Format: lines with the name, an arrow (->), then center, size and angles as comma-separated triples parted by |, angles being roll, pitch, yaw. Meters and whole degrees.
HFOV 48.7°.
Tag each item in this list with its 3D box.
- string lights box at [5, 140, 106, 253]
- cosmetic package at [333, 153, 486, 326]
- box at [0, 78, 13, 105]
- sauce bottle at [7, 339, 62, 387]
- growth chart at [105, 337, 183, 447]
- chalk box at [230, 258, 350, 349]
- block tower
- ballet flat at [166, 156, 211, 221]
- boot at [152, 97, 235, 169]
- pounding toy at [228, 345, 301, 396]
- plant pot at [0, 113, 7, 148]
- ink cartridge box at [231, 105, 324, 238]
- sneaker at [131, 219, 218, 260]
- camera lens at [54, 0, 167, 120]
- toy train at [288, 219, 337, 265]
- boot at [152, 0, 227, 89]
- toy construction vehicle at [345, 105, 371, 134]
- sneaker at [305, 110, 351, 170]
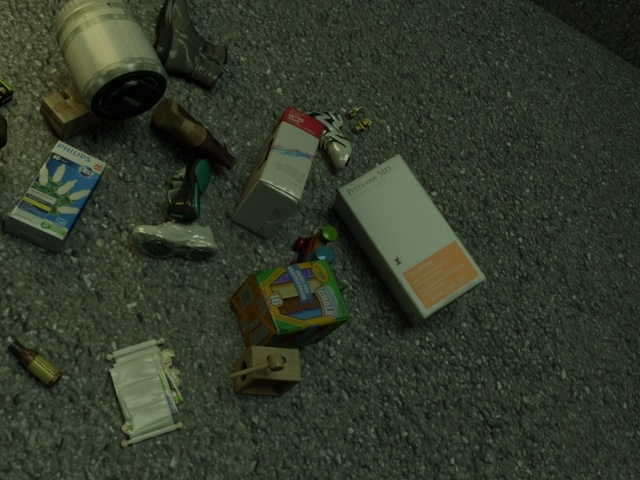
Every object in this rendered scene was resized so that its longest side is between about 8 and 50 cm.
string lights box -> -0.646, -0.109, 1.741 | 0.133, 0.077, 0.259 | 26, 51, -13
cosmetic package -> 0.257, 0.000, 2.107 | 0.230, 0.161, 0.453 | -32, 79, -11
box -> -0.913, -0.391, 1.780 | 0.191, 0.045, 0.184 | 42, 47, -1
sauce bottle -> -0.624, 0.266, 1.544 | 0.128, 0.042, 0.042 | 42, 49, -1
growth chart -> -0.401, 0.345, 1.642 | 0.172, 0.021, 0.237 | -5, 64, -34
chalk box -> -0.054, 0.172, 1.854 | 0.289, 0.180, 0.179 | -8, 66, -33
block tower -> -0.601, -0.390, 1.935 | 0.097, 0.091, 0.335 | 49, 49, 4
ballet flat -> -0.360, -0.147, 1.909 | 0.096, 0.095, 0.280 | -3, 32, 2
boot -> -0.363, -0.297, 2.020 | 0.207, 0.090, 0.248 | 41, 0, -41
pounding toy -> -0.139, 0.297, 1.707 | 0.181, 0.206, 0.094 | 10, 57, -26
plant pot -> -0.836, -0.163, 1.579 | 0.263, 0.263, 0.229 | -3, 82, -32
ink cartridge box -> -0.119, -0.193, 2.013 | 0.131, 0.226, 0.306 | 28, 50, -13
sneaker -> -0.383, -0.016, 1.846 | 0.232, 0.090, 0.115 | 12, 49, -35
camera lens -> -0.536, -0.465, 1.816 | 0.219, 0.219, 0.274 | -17, 71, -37
toy train -> 0.000, 0.000, 2.017 | 0.105, 0.143, 0.248 | 26, 52, -15
boot -> -0.397, -0.635, 2.211 | 0.223, 0.118, 0.338 | 17, 65, -25
toy construction vehicle -> 0.133, -0.416, 2.428 | 0.098, 0.035, 0.086 | -30, 79, -40
sneaker -> 0.005, -0.326, 2.257 | 0.153, 0.094, 0.234 | 7, 58, -26
